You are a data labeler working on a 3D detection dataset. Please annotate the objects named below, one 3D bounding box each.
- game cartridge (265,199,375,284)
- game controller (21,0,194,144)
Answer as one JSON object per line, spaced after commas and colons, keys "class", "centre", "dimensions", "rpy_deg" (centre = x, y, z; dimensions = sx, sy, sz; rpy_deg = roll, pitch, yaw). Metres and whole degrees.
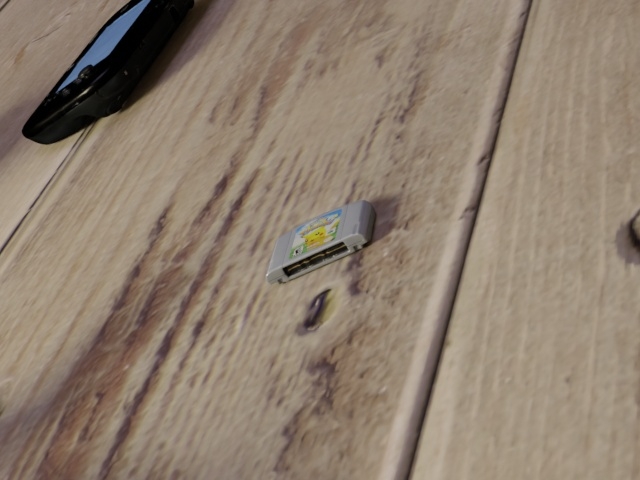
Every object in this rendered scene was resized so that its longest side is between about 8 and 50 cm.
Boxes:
{"class": "game cartridge", "centre": [0.000, 0.000, 1.072], "dimensions": [0.083, 0.017, 0.056], "rpy_deg": [-24, 22, 21]}
{"class": "game controller", "centre": [-0.244, -0.226, 1.751], "dimensions": [0.166, 0.067, 0.319], "rpy_deg": [-20, 27, 29]}
